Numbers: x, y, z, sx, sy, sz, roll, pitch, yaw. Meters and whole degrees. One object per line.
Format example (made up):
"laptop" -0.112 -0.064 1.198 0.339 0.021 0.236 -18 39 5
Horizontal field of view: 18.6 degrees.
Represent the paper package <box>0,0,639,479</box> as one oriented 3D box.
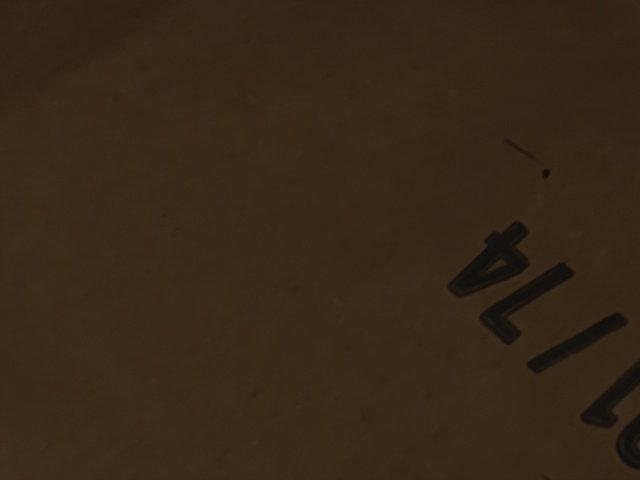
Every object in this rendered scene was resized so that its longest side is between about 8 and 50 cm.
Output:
"paper package" 0.083 0.013 0.405 0.325 0.168 0.309 38 -98 29
